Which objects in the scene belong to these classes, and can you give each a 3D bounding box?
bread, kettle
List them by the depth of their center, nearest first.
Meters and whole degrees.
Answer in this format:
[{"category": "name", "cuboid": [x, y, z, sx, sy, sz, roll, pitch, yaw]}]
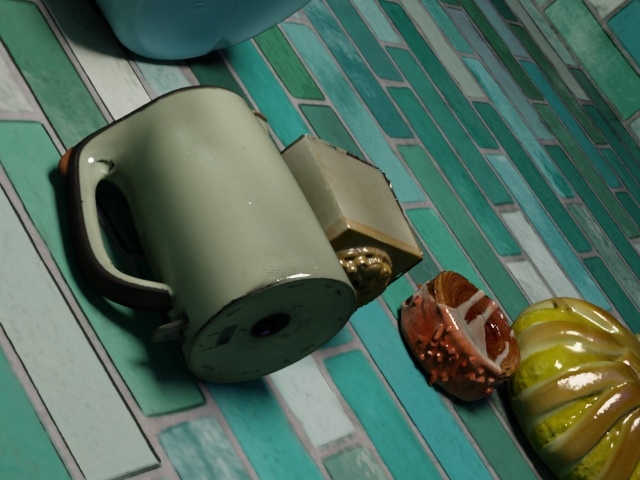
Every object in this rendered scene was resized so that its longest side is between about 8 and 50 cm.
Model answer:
[{"category": "kettle", "cuboid": [-0.114, -0.012, 1.189, 0.240, 0.165, 0.255, -10, 59, -28]}, {"category": "bread", "cuboid": [0.165, 0.114, 1.529, 0.160, 0.073, 0.160, 39, 29, -27]}, {"category": "bread", "cuboid": [0.379, 0.216, 1.627, 0.333, 0.160, 0.333, 35, 32, -26]}]

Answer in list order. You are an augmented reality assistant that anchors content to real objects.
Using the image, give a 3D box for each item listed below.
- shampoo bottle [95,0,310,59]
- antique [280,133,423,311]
[{"category": "shampoo bottle", "cuboid": [-0.157, -0.429, 1.440, 0.331, 0.331, 0.342, -5, 61, -59]}, {"category": "antique", "cuboid": [0.000, 0.000, 1.331, 0.152, 0.147, 0.148, 21, 37, -51]}]
